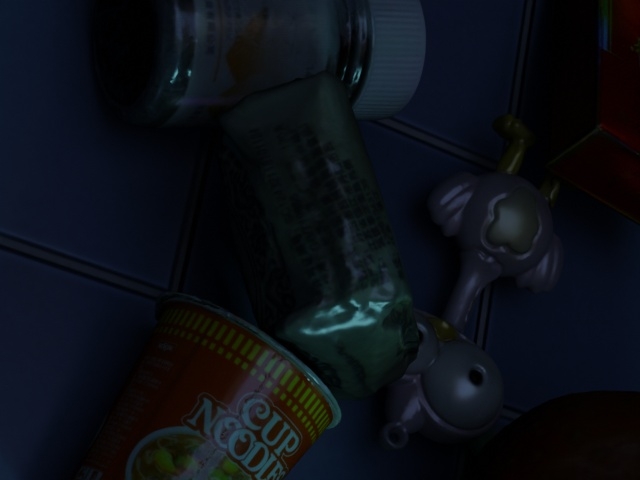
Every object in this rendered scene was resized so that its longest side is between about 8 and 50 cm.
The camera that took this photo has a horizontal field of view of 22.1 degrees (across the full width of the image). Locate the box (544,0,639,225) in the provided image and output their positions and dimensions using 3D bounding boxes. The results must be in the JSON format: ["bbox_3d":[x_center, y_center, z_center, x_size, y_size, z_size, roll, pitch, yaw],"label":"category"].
[{"bbox_3d":[0.338,-0.164,1.713,0.197,0.089,0.313,28,46,-22],"label":"box"}]

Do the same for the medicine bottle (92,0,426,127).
[{"bbox_3d":[-0.055,-0.184,1.491,0.273,0.165,0.165,-3,79,-31],"label":"medicine bottle"}]

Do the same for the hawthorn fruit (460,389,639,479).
[{"bbox_3d":[0.312,0.306,1.426,0.402,0.403,0.403,8,73,-29],"label":"hawthorn fruit"}]

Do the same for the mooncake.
[{"bbox_3d":[-0.005,0.003,1.416,0.136,0.250,0.254,-18,72,2],"label":"mooncake"}]

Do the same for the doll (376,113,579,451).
[{"bbox_3d":[0.142,0.052,1.591,0.160,0.094,0.365,36,61,-15],"label":"doll"}]

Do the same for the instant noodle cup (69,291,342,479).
[{"bbox_3d":[-0.118,0.181,1.365,0.193,0.193,0.212,41,68,-16],"label":"instant noodle cup"}]

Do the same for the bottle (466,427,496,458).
[{"bbox_3d":[0.168,0.215,1.601,0.030,0.030,0.083,-30,95,-33],"label":"bottle"}]
